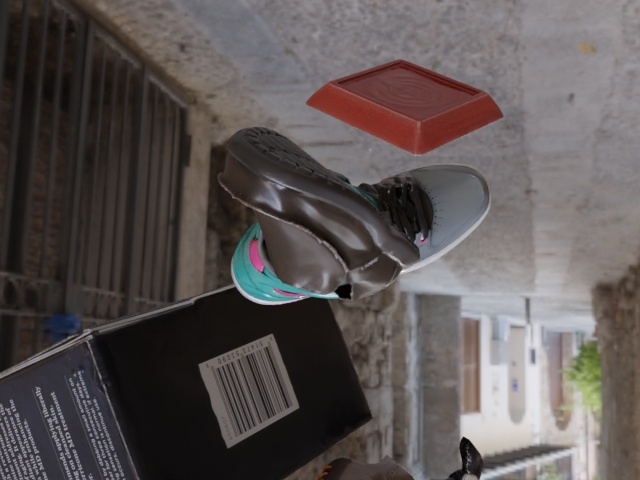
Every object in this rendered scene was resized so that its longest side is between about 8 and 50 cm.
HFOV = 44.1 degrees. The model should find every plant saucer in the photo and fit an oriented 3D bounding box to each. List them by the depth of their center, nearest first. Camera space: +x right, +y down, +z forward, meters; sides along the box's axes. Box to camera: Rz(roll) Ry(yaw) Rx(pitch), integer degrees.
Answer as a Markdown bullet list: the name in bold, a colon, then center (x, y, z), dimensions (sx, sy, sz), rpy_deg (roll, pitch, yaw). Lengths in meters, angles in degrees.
- **plant saucer**: center (0.152, -0.249, 1.388), dimensions (0.258, 0.047, 0.259), rpy_deg (31, -139, 33)

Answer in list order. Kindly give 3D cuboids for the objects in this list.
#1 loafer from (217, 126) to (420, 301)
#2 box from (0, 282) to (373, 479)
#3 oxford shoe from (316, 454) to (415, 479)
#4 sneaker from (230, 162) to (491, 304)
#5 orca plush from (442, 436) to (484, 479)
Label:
- **loafer**: center (0.000, 0.000, 0.517), dimensions (0.080, 0.078, 0.220), rpy_deg (41, -176, 33)
- **box**: center (-0.263, 0.274, 1.233), dimensions (0.472, 0.297, 0.480), rpy_deg (-23, 176, 36)
- **oxford shoe**: center (0.013, 0.414, 1.199), dimensions (0.364, 0.133, 0.130), rpy_deg (3, 132, -47)
- **sneaker**: center (0.052, -0.020, 0.785), dimensions (0.295, 0.124, 0.178), rpy_deg (-21, 176, -8)
- **orca plush**: center (0.101, 0.358, 0.965), dimensions (0.102, 0.287, 0.151), rpy_deg (30, 158, 14)
